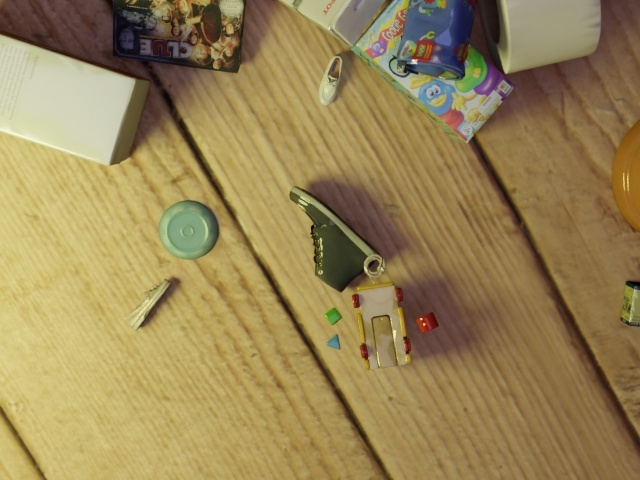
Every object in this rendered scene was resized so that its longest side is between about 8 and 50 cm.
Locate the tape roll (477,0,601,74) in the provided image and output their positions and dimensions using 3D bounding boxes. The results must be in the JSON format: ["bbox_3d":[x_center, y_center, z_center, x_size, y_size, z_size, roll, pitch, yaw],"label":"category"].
[{"bbox_3d":[0.392,-0.441,1.834,0.169,0.246,0.246,-13,98,0],"label":"tape roll"}]

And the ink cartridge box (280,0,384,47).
[{"bbox_3d":[0.012,-0.478,1.840,0.218,0.092,0.159,40,97,33],"label":"ink cartridge box"}]

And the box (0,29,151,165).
[{"bbox_3d":[-0.512,-0.272,1.845,0.345,0.215,0.168,18,97,-5],"label":"box"}]

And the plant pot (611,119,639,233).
[{"bbox_3d":[0.729,-0.118,1.913,0.290,0.203,0.291,0,98,-1],"label":"plant pot"}]

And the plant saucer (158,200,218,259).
[{"bbox_3d":[-0.263,-0.019,1.987,0.119,0.021,0.119,0,99,-1],"label":"plant saucer"}]

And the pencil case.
[{"bbox_3d":[0.211,-0.430,1.757,0.133,0.119,0.306,8,88,39],"label":"pencil case"}]

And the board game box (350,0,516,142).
[{"bbox_3d":[0.209,-0.329,1.895,0.275,0.144,0.142,40,94,-7],"label":"board game box"}]

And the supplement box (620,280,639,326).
[{"bbox_3d":[0.658,0.130,2.019,0.083,0.056,0.083,6,98,-3],"label":"supplement box"}]

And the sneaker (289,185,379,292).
[{"bbox_3d":[0.000,0.000,1.967,0.222,0.083,0.118,42,95,-8],"label":"sneaker"}]

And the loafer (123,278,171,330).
[{"bbox_3d":[-0.347,0.122,1.996,0.039,0.045,0.125,37,98,0],"label":"loafer"}]

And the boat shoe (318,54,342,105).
[{"bbox_3d":[0.021,-0.311,1.946,0.035,0.035,0.100,19,97,-5],"label":"boat shoe"}]

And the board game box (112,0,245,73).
[{"bbox_3d":[-0.266,-0.411,1.885,0.243,0.042,0.165,7,127,-3],"label":"board game box"}]

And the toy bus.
[{"bbox_3d":[0.118,0.161,1.981,0.191,0.104,0.202,37,85,5],"label":"toy bus"}]
